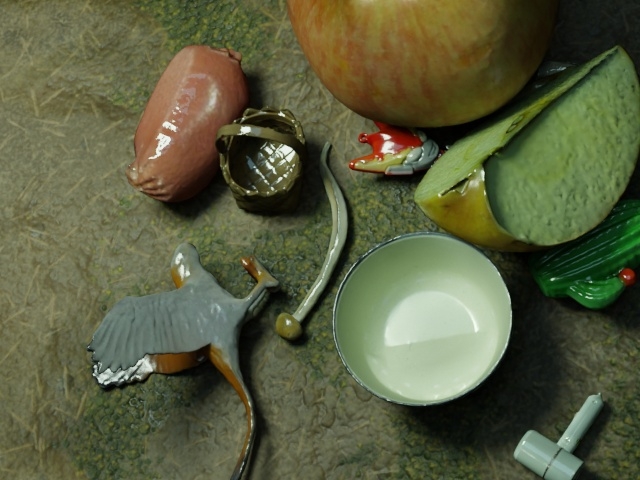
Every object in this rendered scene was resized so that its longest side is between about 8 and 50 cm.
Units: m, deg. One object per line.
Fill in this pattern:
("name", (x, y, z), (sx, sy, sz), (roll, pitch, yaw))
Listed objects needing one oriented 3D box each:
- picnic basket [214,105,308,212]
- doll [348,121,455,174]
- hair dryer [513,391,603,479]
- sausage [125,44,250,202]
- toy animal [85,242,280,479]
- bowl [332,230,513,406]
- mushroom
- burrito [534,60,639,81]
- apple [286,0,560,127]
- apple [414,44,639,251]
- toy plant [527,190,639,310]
("picnic basket", (-0.081, -0.126, 1.889), (0.128, 0.178, 0.137), (2, 71, 13))
("doll", (0.135, -0.124, 1.909), (0.169, 0.057, 0.109), (19, 60, 4))
("hair dryer", (0.322, 0.250, 1.738), (0.082, 0.047, 0.137), (33, 75, 22))
("sausage", (-0.191, -0.172, 1.955), (0.148, 0.148, 0.254), (22, 82, 19))
("toy animal", (-0.142, 0.154, 1.830), (0.284, 0.225, 0.302), (38, 72, 6))
("bowl", (0.142, 0.119, 1.779), (0.238, 0.126, 0.237), (-4, 69, 11))
("mushroom", (0.000, -0.001, 1.907), (0.068, 0.043, 0.306), (17, 72, -2))
("burrito", (0.378, -0.225, 1.894), (0.149, 0.041, 0.055), (11, 60, 16))
("apple", (0.139, -0.346, 1.824), (0.391, 0.346, 0.391), (-4, 67, 10))
("apple", (0.282, -0.112, 1.769), (0.254, 0.179, 0.346), (34, 61, 26))
("toy plant", (0.385, -0.010, 1.793), (0.154, 0.088, 0.240), (32, 73, 36))
